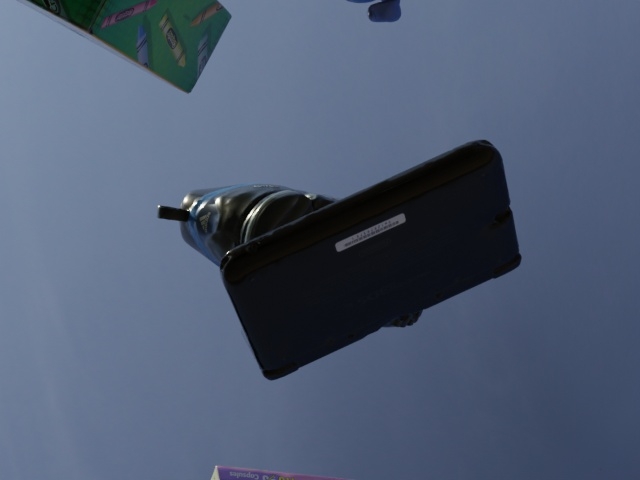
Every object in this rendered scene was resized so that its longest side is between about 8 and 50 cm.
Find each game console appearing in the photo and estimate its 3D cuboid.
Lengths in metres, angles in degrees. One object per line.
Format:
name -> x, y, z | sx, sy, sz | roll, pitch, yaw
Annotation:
game console -> 0.016, 0.003, 0.547 | 0.122, 0.107, 0.071 | -25, -136, -6

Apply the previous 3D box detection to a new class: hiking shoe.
hiking shoe -> 0.000, 0.000, 1.132 | 0.132, 0.304, 0.113 | 18, -93, 35

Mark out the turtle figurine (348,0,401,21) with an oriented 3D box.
turtle figurine -> -0.033, -0.315, 1.023 | 0.198, 0.266, 0.274 | -23, -116, -6

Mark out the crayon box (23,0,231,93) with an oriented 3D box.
crayon box -> -0.182, -0.202, 0.960 | 0.165, 0.278, 0.081 | 29, -88, 8

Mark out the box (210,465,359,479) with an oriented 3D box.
box -> -0.028, 0.350, 1.223 | 0.213, 0.117, 0.243 | 9, -55, -19
